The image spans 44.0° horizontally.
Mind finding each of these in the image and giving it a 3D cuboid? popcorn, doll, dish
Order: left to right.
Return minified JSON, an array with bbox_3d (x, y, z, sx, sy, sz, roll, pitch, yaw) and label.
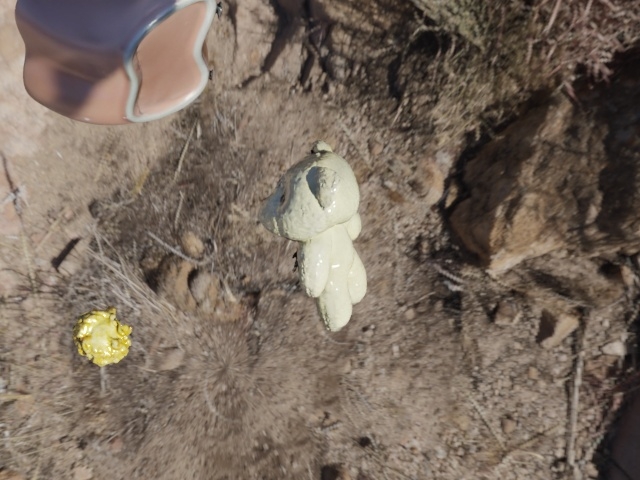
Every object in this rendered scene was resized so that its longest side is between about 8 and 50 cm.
[{"bbox_3d":[-0.300,0.129,1.086,0.082,0.057,0.083,17,60,-12],"label":"popcorn"},{"bbox_3d":[-0.154,-0.180,0.696,0.213,0.213,0.090,-43,74,-11],"label":"dish"},{"bbox_3d":[-0.002,0.002,1.175,0.149,0.175,0.278,-15,118,-1],"label":"doll"}]
